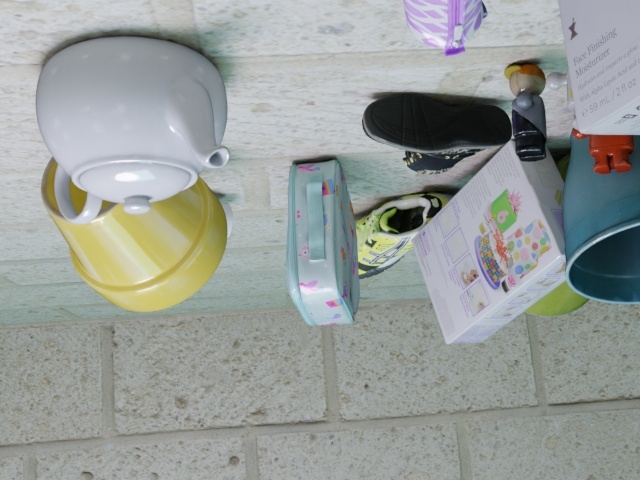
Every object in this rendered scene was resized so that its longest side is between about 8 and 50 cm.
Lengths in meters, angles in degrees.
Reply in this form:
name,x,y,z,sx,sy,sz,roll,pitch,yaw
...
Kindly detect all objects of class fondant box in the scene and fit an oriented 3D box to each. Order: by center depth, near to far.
name,x,y,z,sx,sy,sz,roll,pitch,yaw
fondant box,0.319,0.012,1.438,0.096,0.238,0.330,3,146,-29

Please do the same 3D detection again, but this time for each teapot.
name,x,y,z,sx,sy,sz,roll,pitch,yaw
teapot,-0.236,-0.123,0.985,0.253,0.187,0.256,-3,168,-4

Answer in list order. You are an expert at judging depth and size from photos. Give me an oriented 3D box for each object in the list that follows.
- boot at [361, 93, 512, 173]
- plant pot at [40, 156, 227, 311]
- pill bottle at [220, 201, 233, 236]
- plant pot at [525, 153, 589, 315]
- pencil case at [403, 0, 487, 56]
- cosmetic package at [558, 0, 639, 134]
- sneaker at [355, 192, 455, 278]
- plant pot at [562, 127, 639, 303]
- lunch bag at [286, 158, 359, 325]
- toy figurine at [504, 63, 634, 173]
name,x,y,z,sx,sy,sz,roll,pitch,yaw
boot,0.151,-0.152,1.212,0.236,0.085,0.178,0,169,-19
plant pot,-0.304,-0.044,1.235,0.254,0.254,0.239,-7,153,12
pill bottle,-0.268,-0.042,1.523,0.184,0.103,0.103,3,166,-29
plant pot,0.469,-0.037,1.525,0.275,0.274,0.293,-2,151,-8
pencil case,0.117,-0.253,0.741,0.086,0.088,0.206,-8,166,9
cosmetic package,0.343,-0.214,0.767,0.151,0.183,0.151,-2,167,-15
sneaker,0.133,-0.023,1.717,0.385,0.145,0.147,-25,150,33
plant pot,0.495,-0.074,1.200,0.272,0.255,0.271,0,149,0
lunch bag,0.000,0.000,1.416,0.108,0.279,0.224,-7,156,11
toy figurine,0.362,-0.188,1.012,0.210,0.148,0.213,6,167,-16
